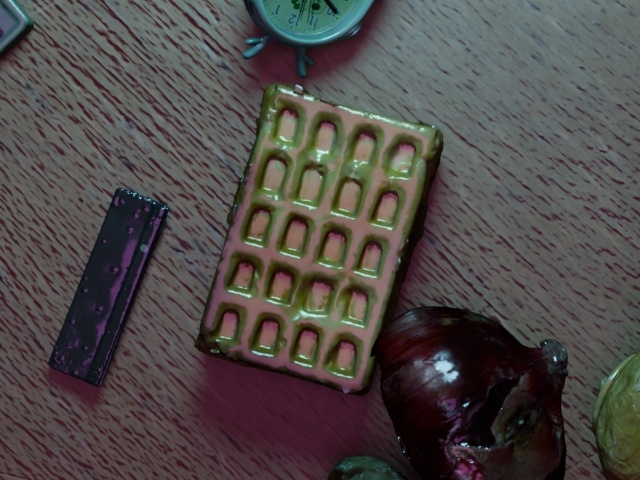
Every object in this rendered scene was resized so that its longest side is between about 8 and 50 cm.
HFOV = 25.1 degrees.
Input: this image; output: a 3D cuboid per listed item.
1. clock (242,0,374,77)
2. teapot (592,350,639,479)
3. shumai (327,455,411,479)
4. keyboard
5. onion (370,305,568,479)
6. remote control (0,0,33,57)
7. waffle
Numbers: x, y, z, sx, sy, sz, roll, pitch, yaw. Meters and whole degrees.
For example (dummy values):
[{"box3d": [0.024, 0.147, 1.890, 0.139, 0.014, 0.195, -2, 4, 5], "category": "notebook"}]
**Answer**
[{"box3d": [-0.018, -0.293, 1.639, 0.159, 0.066, 0.211, 18, 108, -25], "category": "clock"}, {"box3d": [0.378, 0.208, 1.614, 0.203, 0.167, 0.311, -15, 121, -38], "category": "teapot"}, {"box3d": [0.073, 0.379, 1.605, 0.256, 0.189, 0.218, 44, 92, 1], "category": "shumai"}, {"box3d": [-0.249, 0.055, 1.702, 0.072, 0.023, 0.231, 21, 91, 9], "category": "keyboard"}, {"box3d": [0.187, 0.181, 1.554, 0.195, 0.272, 0.272, -36, 89, 22], "category": "onion"}, {"box3d": [-0.480, -0.205, 1.700, 0.285, 0.038, 0.123, -41, 89, 2], "category": "remote control"}, {"box3d": [0.000, 0.000, 1.655, 0.224, 0.098, 0.327, 16, 89, 1], "category": "waffle"}]
